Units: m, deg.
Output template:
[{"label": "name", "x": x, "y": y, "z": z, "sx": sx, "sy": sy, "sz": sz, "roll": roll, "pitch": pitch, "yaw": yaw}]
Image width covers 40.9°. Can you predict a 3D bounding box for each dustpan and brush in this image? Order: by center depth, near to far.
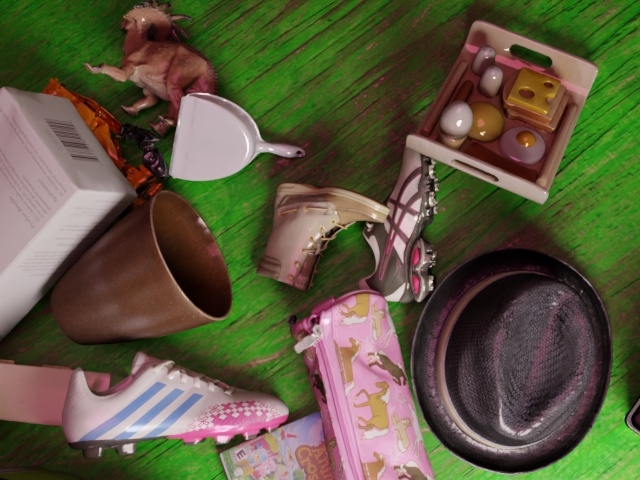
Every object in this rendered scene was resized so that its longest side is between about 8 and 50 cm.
[{"label": "dustpan and brush", "x": -0.127, "y": -0.155, "z": 1.390, "sx": 0.211, "sy": 0.060, "sz": 0.147, "roll": 12, "pitch": 115, "yaw": -6}]

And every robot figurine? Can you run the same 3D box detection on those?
[{"label": "robot figurine", "x": -0.384, "y": -0.130, "z": 1.424, "sx": 0.291, "sy": 0.085, "sz": 0.211, "roll": 40, "pitch": 85, "yaw": 14}]

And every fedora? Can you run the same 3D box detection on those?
[{"label": "fedora", "x": 0.287, "y": 0.167, "z": 1.217, "sx": 0.333, "sy": 0.152, "sz": 0.334, "roll": 0, "pitch": 81, "yaw": -2}]

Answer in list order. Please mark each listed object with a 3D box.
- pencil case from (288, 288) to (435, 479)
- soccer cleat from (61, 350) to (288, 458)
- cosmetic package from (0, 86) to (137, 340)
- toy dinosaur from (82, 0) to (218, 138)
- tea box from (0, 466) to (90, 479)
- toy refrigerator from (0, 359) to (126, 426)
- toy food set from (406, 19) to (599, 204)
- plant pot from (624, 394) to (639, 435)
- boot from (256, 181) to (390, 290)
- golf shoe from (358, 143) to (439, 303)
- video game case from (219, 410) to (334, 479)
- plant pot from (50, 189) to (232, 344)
[{"label": "pencil case", "x": 0.066, "y": 0.270, "z": 1.224, "sx": 0.167, "sy": 0.160, "sz": 0.386, "roll": -7, "pitch": 72, "yaw": -22}, {"label": "soccer cleat", "x": -0.205, "y": 0.228, "z": 1.250, "sx": 0.331, "sy": 0.116, "sz": 0.143, "roll": -2, "pitch": 81, "yaw": -21}, {"label": "cosmetic package", "x": -0.497, "y": -0.021, "z": 1.318, "sx": 0.385, "sy": 0.156, "sz": 0.217, "roll": -42, "pitch": 76, "yaw": 18}, {"label": "toy dinosaur", "x": -0.250, "y": -0.294, "z": 1.432, "sx": 0.295, "sy": 0.127, "sz": 0.200, "roll": 34, "pitch": 76, "yaw": 7}, {"label": "tea box", "x": -0.347, "y": 0.448, "z": 1.157, "sx": 0.323, "sy": 0.329, "sz": 0.220, "roll": 12, "pitch": 79, "yaw": 11}, {"label": "toy refrigerator", "x": -0.442, "y": 0.236, "z": 1.336, "sx": 0.269, "sy": 0.102, "sz": 0.094, "roll": 4, "pitch": 77, "yaw": 8}, {"label": "toy food set", "x": 0.285, "y": -0.208, "z": 1.313, "sx": 0.219, "sy": 0.092, "sz": 0.306, "roll": 24, "pitch": 56, "yaw": 11}, {"label": "plant pot", "x": 0.534, "y": 0.233, "z": 1.185, "sx": 0.187, "sy": 0.167, "sz": 0.188, "roll": 35, "pitch": 84, "yaw": 13}, {"label": "boot", "x": 0.000, "y": 0.000, "z": 1.325, "sx": 0.213, "sy": 0.077, "sz": 0.165, "roll": 9, "pitch": 78, "yaw": 38}, {"label": "golf shoe", "x": 0.124, "y": -0.039, "z": 1.335, "sx": 0.120, "sy": 0.105, "sz": 0.273, "roll": 1, "pitch": 76, "yaw": 15}, {"label": "video game case", "x": -0.027, "y": 0.383, "z": 1.291, "sx": 0.193, "sy": 0.023, "sz": 0.213, "roll": -23, "pitch": 75, "yaw": 1}, {"label": "plant pot", "x": -0.289, "y": 0.068, "z": 1.318, "sx": 0.230, "sy": 0.215, "sz": 0.216, "roll": -26, "pitch": 75, "yaw": 14}]
